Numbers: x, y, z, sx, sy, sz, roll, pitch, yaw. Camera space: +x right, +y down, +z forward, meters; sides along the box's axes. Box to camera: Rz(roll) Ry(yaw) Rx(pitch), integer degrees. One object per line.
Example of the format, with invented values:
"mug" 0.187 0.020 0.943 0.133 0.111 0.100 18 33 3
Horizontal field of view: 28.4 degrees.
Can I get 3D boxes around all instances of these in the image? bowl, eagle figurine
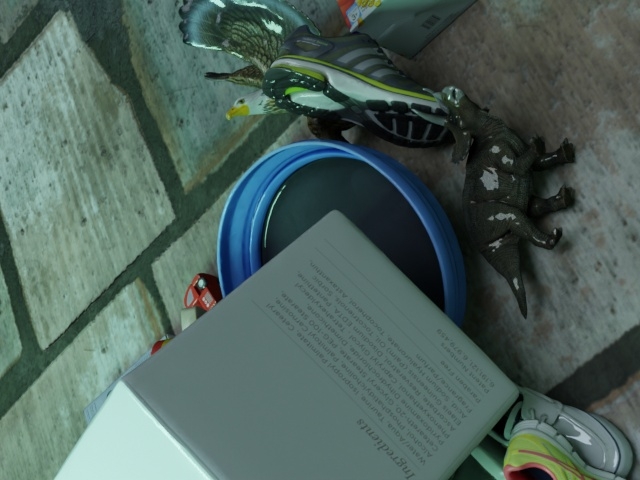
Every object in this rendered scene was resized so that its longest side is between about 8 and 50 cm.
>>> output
"bowl" 0.027 0.050 1.747 0.391 0.077 0.391 11 109 35
"eagle figurine" -0.062 -0.247 1.887 0.298 0.225 0.226 52 126 30

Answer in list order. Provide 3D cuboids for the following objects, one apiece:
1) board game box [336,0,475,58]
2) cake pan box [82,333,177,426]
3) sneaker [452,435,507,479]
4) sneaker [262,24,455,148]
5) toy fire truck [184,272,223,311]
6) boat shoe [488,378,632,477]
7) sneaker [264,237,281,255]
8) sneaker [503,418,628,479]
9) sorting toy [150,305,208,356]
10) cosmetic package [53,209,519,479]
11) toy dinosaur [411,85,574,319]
"board game box" 0.089 -0.428 1.847 0.144 0.142 0.275 -40 56 29
"cake pan box" -0.265 0.326 2.054 0.246 0.070 0.267 -44 53 30
"sneaker" 0.249 0.379 1.537 0.296 0.104 0.147 44 112 46
"sneaker" 0.076 -0.221 1.739 0.111 0.299 0.121 121 164 -60
"toy fire truck" -0.174 0.159 2.021 0.135 0.047 0.192 -55 49 21
"boat shoe" 0.261 0.234 1.566 0.258 0.084 0.095 18 93 44
"sneaker" 0.000 0.000 1.869 0.293 0.102 0.146 9 101 39
"sneaker" 0.295 0.304 1.467 0.208 0.094 0.081 34 128 10
"sorting toy" -0.160 0.251 1.830 0.089 0.257 0.256 -11 71 16
"cosmetic package" -0.045 0.242 1.514 0.327 0.393 0.329 45 139 6
"toy dinosaur" 0.241 -0.059 1.650 0.160 0.121 0.314 -5 99 41
